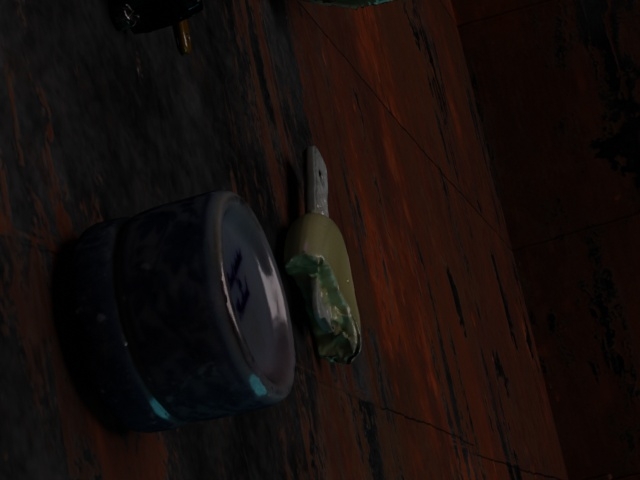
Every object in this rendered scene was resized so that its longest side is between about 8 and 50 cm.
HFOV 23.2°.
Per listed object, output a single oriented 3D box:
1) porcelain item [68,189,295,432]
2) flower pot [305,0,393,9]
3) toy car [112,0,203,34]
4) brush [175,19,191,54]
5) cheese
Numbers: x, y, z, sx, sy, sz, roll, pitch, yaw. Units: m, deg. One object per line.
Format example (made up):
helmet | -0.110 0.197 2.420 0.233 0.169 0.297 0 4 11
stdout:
porcelain item | -0.092 0.048 1.018 0.147 0.114 0.147 -14 90 -77
flower pot | 0.036 -0.420 1.827 0.259 0.290 0.290 -104 175 -78
toy car | -0.151 -0.240 1.205 0.062 0.071 0.165 -91 159 -51
brush | -0.134 -0.245 1.396 0.043 0.014 0.170 37 41 -71
cheese | -0.001 0.000 1.562 0.127 0.049 0.235 59 21 -43
